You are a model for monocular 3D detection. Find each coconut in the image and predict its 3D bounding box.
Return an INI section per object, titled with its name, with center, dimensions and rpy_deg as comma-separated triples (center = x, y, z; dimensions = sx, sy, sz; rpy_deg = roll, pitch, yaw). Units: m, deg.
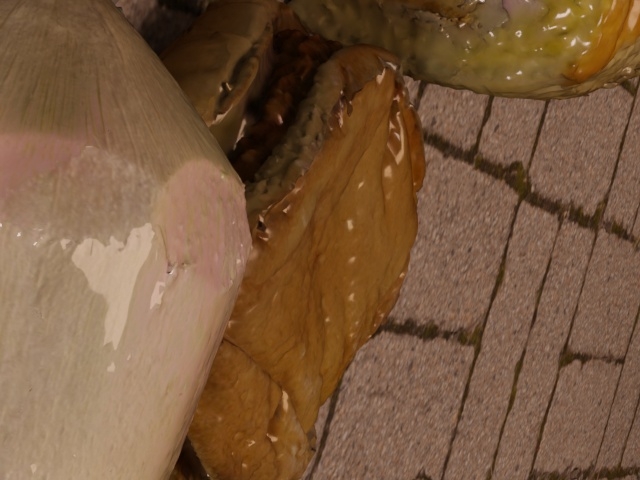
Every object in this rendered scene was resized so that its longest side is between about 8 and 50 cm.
[coconut]
center = -0.131, 0.006, 0.619
dimensions = 0.224, 0.224, 0.234
rpy_deg = 27, 82, -65

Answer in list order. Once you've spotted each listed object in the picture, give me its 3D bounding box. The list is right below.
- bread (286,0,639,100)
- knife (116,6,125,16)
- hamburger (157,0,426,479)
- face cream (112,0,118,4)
[bread]
center = 0.166, -0.194, 1.092
dimensions = 0.375, 0.236, 0.165
rpy_deg = -20, 124, -61
[knife]
center = -0.147, -0.056, 0.772
dimensions = 0.162, 0.023, 0.044
rpy_deg = -67, 150, -15
[hamburger]
center = -0.050, 0.008, 0.875
dimensions = 0.259, 0.144, 0.283
rpy_deg = 84, 28, -47
[face cream]
center = -0.091, -0.217, 0.737
dimensions = 0.291, 0.071, 0.144
rpy_deg = -58, 152, -30
